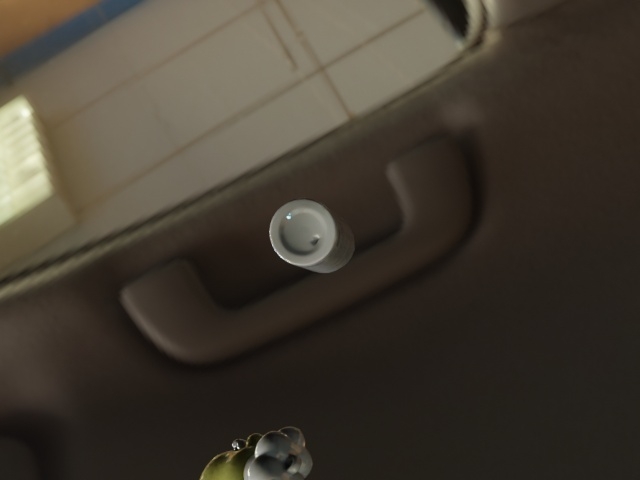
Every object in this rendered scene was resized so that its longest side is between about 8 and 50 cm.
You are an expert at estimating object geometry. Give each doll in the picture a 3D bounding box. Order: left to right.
[{"bbox_3d":[-0.068,0.238,1.466,0.162,0.062,0.106,-30,-143,51],"label":"doll"}]

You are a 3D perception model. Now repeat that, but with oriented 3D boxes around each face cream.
[{"bbox_3d":[0.000,0.000,0.775,0.034,0.034,0.130,-29,173,5],"label":"face cream"}]
